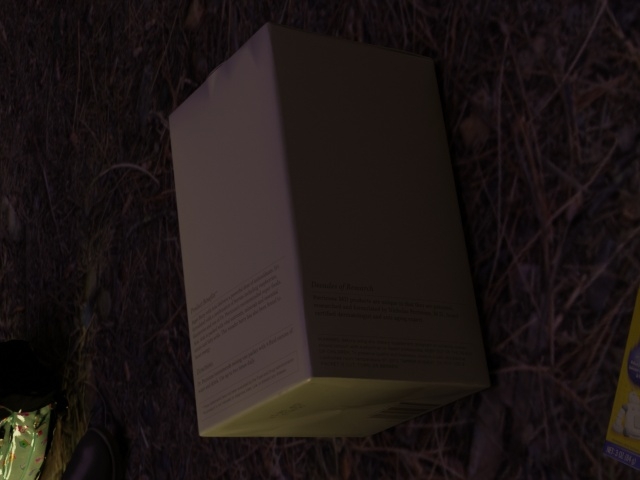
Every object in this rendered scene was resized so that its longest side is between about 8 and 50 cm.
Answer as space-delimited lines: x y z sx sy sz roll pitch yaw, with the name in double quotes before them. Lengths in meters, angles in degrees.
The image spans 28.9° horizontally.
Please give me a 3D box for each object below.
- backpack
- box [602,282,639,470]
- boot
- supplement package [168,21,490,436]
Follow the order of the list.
"backpack" -0.416 0.240 1.638 0.152 0.115 0.182 42 124 47
"box" 0.245 0.066 0.779 0.105 0.043 0.179 18 98 54
"boot" -0.332 0.316 1.417 0.076 0.208 0.190 25 109 38
"supplement package" 0.000 0.000 1.024 0.177 0.175 0.293 -33 59 50
